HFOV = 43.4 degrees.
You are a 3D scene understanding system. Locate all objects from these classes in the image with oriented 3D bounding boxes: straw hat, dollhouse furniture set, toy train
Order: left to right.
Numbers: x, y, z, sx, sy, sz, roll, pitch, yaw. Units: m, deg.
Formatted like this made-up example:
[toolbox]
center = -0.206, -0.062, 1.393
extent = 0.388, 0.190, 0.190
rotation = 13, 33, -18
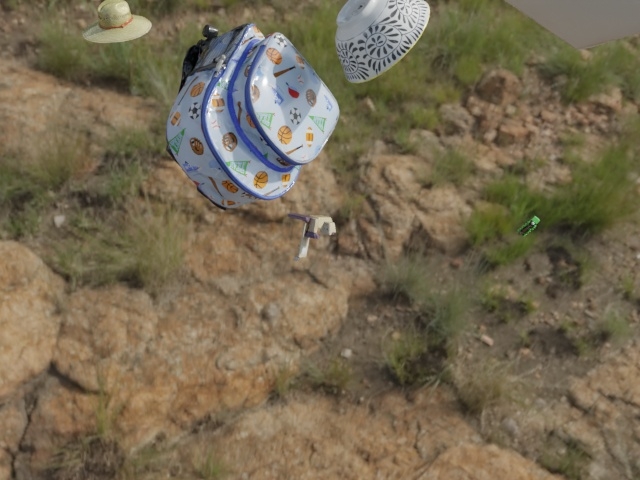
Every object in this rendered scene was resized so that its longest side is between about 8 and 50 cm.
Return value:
[straw hat]
center = -0.428, -0.466, 1.668
extent = 0.144, 0.061, 0.145
rotation = -2, 39, 2
[dollhouse furniture set]
center = 0.000, 0.000, 1.435
extent = 0.091, 0.081, 0.114
rotation = 13, 7, 27
[toy train]
center = 0.374, -0.025, 1.447
extent = 0.017, 0.083, 0.024
rotation = 42, 80, 7

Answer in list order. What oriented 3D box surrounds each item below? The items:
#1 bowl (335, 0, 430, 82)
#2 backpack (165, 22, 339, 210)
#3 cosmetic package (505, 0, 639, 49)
[bowl]
center = 0.077, -0.333, 1.236
extent = 0.080, 0.170, 0.170
rotation = 41, 41, -30
[backpack]
center = -0.113, -0.189, 1.313
extent = 0.276, 0.213, 0.263
rotation = 43, 60, -28
[cosmetic package]
center = 0.140, -0.333, 0.593
extent = 0.384, 0.156, 0.217
rotation = 28, 80, -24
